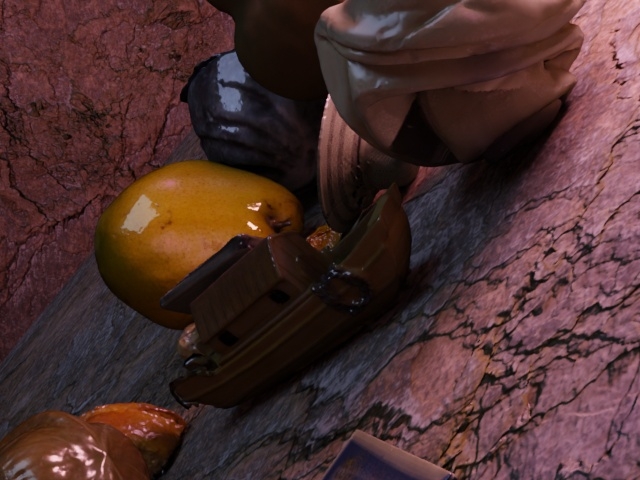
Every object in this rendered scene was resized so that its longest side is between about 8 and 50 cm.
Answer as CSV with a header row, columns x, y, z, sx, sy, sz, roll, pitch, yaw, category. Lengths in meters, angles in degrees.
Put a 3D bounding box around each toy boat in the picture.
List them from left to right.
x,y,z,sx,sy,sz,roll,pitch,yaw,category
-0.042,0.071,1.522,0.445,0.162,0.136,-37,18,39,toy boat

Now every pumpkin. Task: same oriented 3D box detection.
x,y,z,sx,sy,sz,roll,pitch,yaw,category
0.001,-0.001,1.810,0.073,0.035,0.101,-55,14,-28,pumpkin

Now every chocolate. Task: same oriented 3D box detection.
x,y,z,sx,sy,sz,roll,pitch,yaw,category
-0.080,-0.179,2.073,0.303,0.303,0.213,-38,48,37,chocolate

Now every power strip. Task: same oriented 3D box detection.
x,y,z,sx,sy,sz,roll,pitch,yaw,category
-0.090,0.042,1.641,0.198,0.213,0.064,-37,55,34,power strip

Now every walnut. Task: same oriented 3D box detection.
x,y,z,sx,sy,sz,roll,pitch,yaw,category
-0.349,0.357,1.558,0.283,0.227,0.283,-8,78,41,walnut

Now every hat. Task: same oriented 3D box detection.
x,y,z,sx,sy,sz,roll,pitch,yaw,category
0.089,-0.127,1.700,0.110,0.252,0.252,8,46,20,hat

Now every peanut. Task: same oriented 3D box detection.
x,y,z,sx,sy,sz,roll,pitch,yaw,category
-0.162,0.137,1.844,0.174,0.080,0.080,-38,19,38,peanut

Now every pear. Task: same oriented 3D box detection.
x,y,z,sx,sy,sz,roll,pitch,yaw,category
-0.199,-0.008,1.939,0.336,0.285,0.285,-37,19,18,pear

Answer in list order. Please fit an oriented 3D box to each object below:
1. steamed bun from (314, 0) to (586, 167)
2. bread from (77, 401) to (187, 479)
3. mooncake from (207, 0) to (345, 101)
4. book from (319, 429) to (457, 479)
x,y,z,sx,sy,sz,roll,pitch,yaw,category
0.182,-0.210,1.432,0.346,0.237,0.394,-21,-15,4,steamed bun
-0.326,0.324,1.761,0.260,0.134,0.129,-45,17,17,bread
0.047,-0.421,1.882,0.262,0.467,0.467,-43,15,46,mooncake
-0.013,0.326,1.110,0.322,0.018,0.228,-53,17,-11,book
